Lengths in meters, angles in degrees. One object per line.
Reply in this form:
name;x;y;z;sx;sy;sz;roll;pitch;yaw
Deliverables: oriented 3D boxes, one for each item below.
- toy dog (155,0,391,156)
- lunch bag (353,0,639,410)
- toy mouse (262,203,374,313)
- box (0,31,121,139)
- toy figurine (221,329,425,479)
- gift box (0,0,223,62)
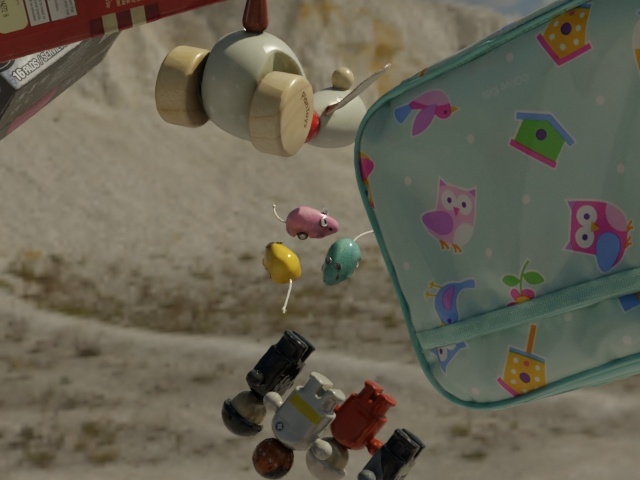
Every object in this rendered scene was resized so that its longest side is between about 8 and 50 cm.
toy dog;-0.040;-0.183;1.440;0.220;0.161;0.334;15;9;2
lunch bag;0.162;-0.022;0.785;0.279;0.224;0.108;-22;-9;40
toy mouse;0.000;0.000;1.564;0.143;0.161;0.031;-14;-42;-11
box;-0.333;-0.234;1.499;0.163;0.142;0.247;-41;6;48
toy figurine;-0.001;0.234;1.634;0.213;0.148;0.209;34;8;-25
gift box;-0.221;-0.319;1.049;0.276;0.255;0.258;-13;41;-16
